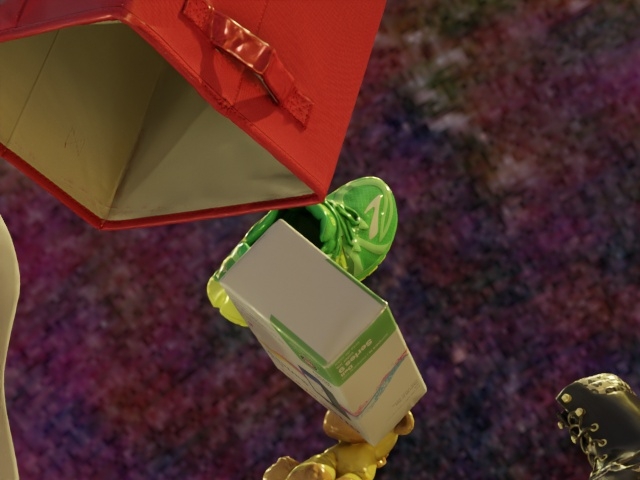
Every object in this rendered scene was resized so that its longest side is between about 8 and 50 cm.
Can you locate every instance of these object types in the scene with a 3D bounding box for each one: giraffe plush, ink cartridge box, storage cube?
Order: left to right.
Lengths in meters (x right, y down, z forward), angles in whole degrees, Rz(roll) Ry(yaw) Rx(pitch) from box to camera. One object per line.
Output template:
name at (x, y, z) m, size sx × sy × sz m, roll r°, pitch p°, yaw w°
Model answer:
storage cube at (-0.095, -0.139, 0.907) m, size 0.215 × 0.184 × 0.193 m, roll -5°, pitch 57°, yaw 39°
ink cartridge box at (0.008, 0.096, 1.558) m, size 0.154 × 0.212 × 0.093 m, roll 38°, pitch 79°, yaw 29°
giraffe plush at (0.046, 0.293, 2.120) m, size 0.181 × 0.210 × 0.170 m, roll 18°, pitch 77°, yaw 25°

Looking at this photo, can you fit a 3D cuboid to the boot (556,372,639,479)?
boot at (0.299, 0.236, 1.681) m, size 0.236 × 0.085 × 0.178 m, roll -14°, pitch 39°, yaw -30°

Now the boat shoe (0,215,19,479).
boat shoe at (-0.271, 0.088, 1.131) m, size 0.096 × 0.267 × 0.088 m, roll -15°, pitch 19°, yaw -34°

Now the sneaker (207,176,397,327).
sneaker at (0.000, 0.000, 1.767) m, size 0.295 × 0.109 × 0.123 m, roll -34°, pitch -19°, yaw -43°
